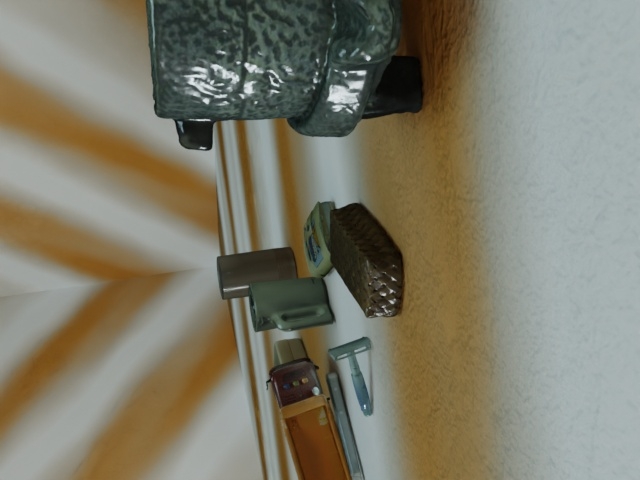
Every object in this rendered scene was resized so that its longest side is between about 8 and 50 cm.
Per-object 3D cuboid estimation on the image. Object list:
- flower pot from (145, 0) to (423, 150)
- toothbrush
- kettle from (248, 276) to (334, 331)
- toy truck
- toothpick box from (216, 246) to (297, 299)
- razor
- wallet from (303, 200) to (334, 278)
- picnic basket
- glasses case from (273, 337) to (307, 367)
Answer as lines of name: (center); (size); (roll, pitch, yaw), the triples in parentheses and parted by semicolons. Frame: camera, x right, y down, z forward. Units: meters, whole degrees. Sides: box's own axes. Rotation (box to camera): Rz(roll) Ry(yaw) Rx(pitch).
flower pot: (-0.032, -0.234, 0.618); (0.299, 0.283, 0.299); (175, 90, -74)
toothbrush: (0.060, 0.410, 1.135); (0.030, 0.025, 0.342); (99, 158, -65)
kettle: (-0.061, 0.123, 1.203); (0.127, 0.148, 0.098); (167, 97, -78)
toy truck: (-0.022, 0.373, 1.207); (0.135, 0.114, 0.270); (137, 115, -81)
toothpick box: (-0.154, 0.079, 1.485); (0.111, 0.181, 0.111); (173, 90, -75)
razor: (0.061, 0.225, 0.988); (0.040, 0.068, 0.135); (-129, 22, -69)
wallet: (0.000, 0.000, 1.111); (0.155, 0.039, 0.110); (123, 136, -68)
picnic basket: (0.057, 0.025, 0.868); (0.193, 0.055, 0.110); (-120, 25, -60)
glasses case: (-0.045, 0.382, 1.445); (0.313, 0.070, 0.131); (-114, 21, -48)
